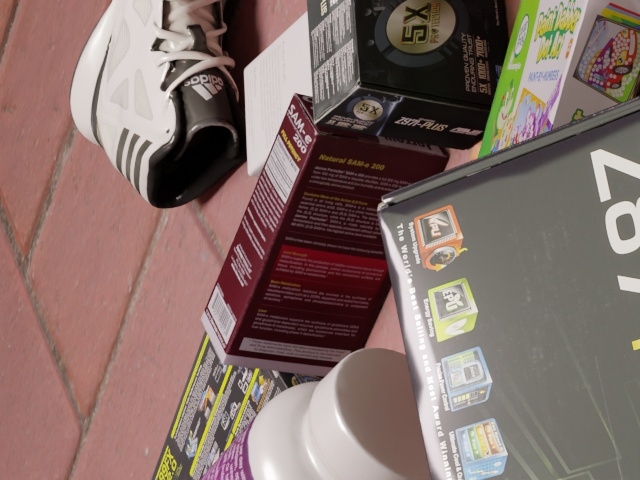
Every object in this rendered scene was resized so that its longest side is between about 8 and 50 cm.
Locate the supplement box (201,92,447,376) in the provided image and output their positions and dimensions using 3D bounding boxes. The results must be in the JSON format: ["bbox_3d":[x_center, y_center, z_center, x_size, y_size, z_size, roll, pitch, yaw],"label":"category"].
[{"bbox_3d":[0.000,0.000,1.656,0.239,0.130,0.073,-66,31,26],"label":"supplement box"}]

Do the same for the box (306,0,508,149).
[{"bbox_3d":[0.070,-0.178,1.554,0.077,0.147,0.180,-36,51,54],"label":"box"}]

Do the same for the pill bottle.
[{"bbox_3d":[-0.010,0.222,1.566,0.301,0.169,0.169,-51,40,40],"label":"pill bottle"}]

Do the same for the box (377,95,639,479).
[{"bbox_3d":[0.215,0.115,1.092,0.318,0.097,0.395,-19,71,30],"label":"box"}]

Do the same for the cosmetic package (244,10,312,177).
[{"bbox_3d":[0.018,-0.144,1.714,0.231,0.085,0.117,-32,55,53],"label":"cosmetic package"}]

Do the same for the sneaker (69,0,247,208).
[{"bbox_3d":[-0.118,-0.233,1.955,0.257,0.169,0.447,50,134,44],"label":"sneaker"}]

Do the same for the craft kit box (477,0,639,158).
[{"bbox_3d":[0.155,-0.052,1.348,0.250,0.061,0.246,-144,72,-84],"label":"craft kit box"}]

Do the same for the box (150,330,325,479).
[{"bbox_3d":[-0.077,0.209,1.818,0.216,0.060,0.270,54,129,54],"label":"box"}]
